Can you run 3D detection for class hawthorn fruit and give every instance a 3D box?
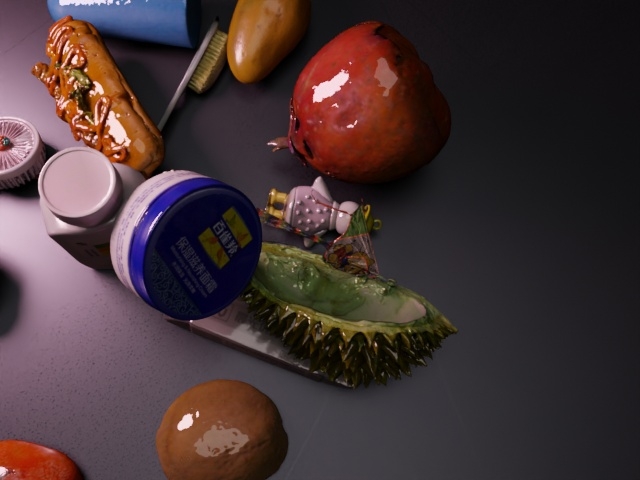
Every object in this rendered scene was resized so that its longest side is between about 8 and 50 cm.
[{"bbox_3d":[0.054,-0.212,1.193,0.308,0.276,0.275,-26,76,12],"label":"hawthorn fruit"}]

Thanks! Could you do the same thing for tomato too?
[{"bbox_3d":[-0.472,0.418,1.046,0.237,0.095,0.236,1,74,-3],"label":"tomato"}]

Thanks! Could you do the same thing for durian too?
[{"bbox_3d":[0.012,0.096,1.086,0.395,0.163,0.198,23,66,15],"label":"durian"}]

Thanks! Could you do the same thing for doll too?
[{"bbox_3d":[0.006,-0.046,1.221,0.207,0.081,0.129,11,102,-3],"label":"doll"}]

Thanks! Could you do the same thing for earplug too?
[{"bbox_3d":[-0.369,-0.434,1.296,0.273,0.132,0.132,4,73,1],"label":"earplug"}]

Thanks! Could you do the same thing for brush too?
[{"bbox_3d":[-0.238,-0.281,1.295,0.060,0.068,0.296,30,77,-17],"label":"brush"}]

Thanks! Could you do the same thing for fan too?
[{"bbox_3d":[-0.599,-0.129,1.197,0.244,0.074,0.130,-26,64,-15],"label":"fan"}]

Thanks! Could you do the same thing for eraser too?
[{"bbox_3d":[-0.092,0.152,1.166,0.352,0.061,0.089,21,70,2],"label":"eraser"}]

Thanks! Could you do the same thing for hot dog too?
[{"bbox_3d":[-0.391,-0.228,1.206,0.117,0.158,0.348,-21,72,-39],"label":"hot dog"}]

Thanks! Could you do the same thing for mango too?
[{"bbox_3d":[-0.096,-0.404,1.306,0.139,0.113,0.253,21,76,-8],"label":"mango"}]

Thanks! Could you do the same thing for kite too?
[{"bbox_3d":[0.000,0.000,1.190,0.245,0.006,0.198,29,106,-10],"label":"kite"}]

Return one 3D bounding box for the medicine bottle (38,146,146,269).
[{"bbox_3d":[-0.338,-0.040,1.086,0.161,0.296,0.111,-18,75,-9],"label":"medicine bottle"}]

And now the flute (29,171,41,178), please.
[{"bbox_3d":[-0.510,-0.116,1.245,0.270,0.014,0.014,-3,74,-4],"label":"flute"}]

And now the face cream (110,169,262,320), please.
[{"bbox_3d":[-0.195,0.004,1.009,0.111,0.206,0.206,25,70,41],"label":"face cream"}]

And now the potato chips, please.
[{"bbox_3d":[-0.157,0.318,1.114,0.208,0.062,0.195,23,71,6],"label":"potato chips"}]
